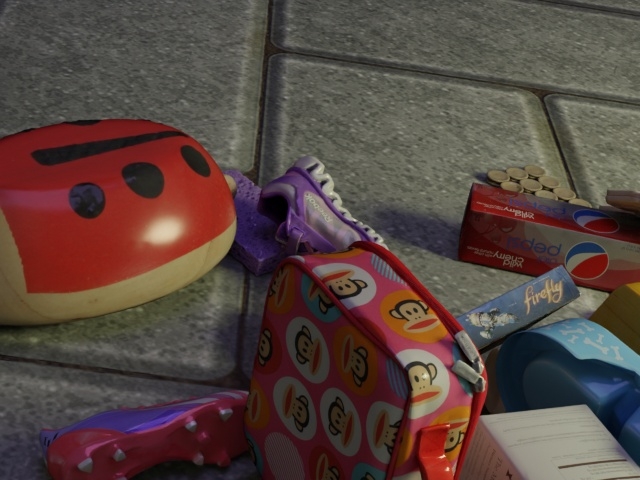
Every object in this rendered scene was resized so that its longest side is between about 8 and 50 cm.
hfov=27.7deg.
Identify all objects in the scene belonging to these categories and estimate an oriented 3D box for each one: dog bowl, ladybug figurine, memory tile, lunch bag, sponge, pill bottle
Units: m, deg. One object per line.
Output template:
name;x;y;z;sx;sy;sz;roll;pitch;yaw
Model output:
dog bowl;0.313;0.196;1.356;0.074;0.166;0.297;-28;53;-31
ladybug figurine;-0.294;-0.041;1.582;0.449;0.162;0.305;-18;40;-36
memory tile;0.334;-0.073;1.998;0.113;0.012;0.148;-10;37;-31
lunch bag;0.042;0.173;1.213;0.120;0.293;0.258;-12;41;-32
sponge;-0.101;-0.027;1.763;0.117;0.031;0.210;-18;42;-38
pill bottle;0.264;0.167;1.505;0.137;0.078;0.078;5;31;-11

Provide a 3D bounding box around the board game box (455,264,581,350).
board game box;0.151;0.114;1.439;0.243;0.165;0.042;-23;79;-29

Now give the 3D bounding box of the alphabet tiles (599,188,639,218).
alphabet tiles;0.537;-0.023;1.794;0.284;0.021;0.278;17;-7;-30

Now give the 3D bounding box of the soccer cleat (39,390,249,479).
soccer cleat;-0.164;0.193;1.328;0.248;0.083;0.095;-14;34;-32

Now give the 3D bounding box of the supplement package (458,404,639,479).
supplement package;0.245;0.287;1.235;0.133;0.139;0.244;-3;32;-24

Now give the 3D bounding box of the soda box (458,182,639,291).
soda box;0.328;-0.001;1.802;0.263;0.083;0.092;12;29;3

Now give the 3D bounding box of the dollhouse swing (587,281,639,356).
dollhouse swing;0.563;0.047;1.582;0.346;0.305;0.315;-8;35;-27

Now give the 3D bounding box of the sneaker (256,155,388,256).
sneaker;0.000;0.000;1.663;0.104;0.095;0.236;-21;60;-33
